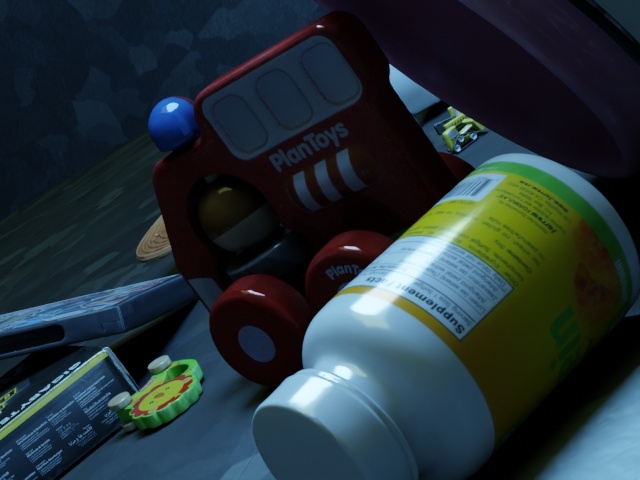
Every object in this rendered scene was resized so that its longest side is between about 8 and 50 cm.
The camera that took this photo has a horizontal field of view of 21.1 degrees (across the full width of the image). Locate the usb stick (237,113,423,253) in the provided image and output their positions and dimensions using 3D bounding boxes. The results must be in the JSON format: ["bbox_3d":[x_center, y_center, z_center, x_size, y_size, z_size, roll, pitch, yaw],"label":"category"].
[{"bbox_3d":[0.002,-0.059,1.981,0.278,0.045,0.077,-33,13,7],"label":"usb stick"}]

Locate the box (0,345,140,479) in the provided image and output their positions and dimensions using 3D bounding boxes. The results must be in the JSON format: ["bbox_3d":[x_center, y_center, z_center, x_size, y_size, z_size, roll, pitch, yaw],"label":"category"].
[{"bbox_3d":[-0.351,0.228,1.719,0.322,0.079,0.257,-38,10,-20],"label":"box"}]

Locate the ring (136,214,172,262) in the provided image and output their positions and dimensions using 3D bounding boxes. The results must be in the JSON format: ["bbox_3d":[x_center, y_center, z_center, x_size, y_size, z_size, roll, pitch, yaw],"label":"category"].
[{"bbox_3d":[-0.087,-0.080,2.081,0.337,0.032,0.336,-37,13,10],"label":"ring"}]

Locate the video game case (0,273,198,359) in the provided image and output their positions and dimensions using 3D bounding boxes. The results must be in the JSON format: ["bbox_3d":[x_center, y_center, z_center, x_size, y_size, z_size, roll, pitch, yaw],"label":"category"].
[{"bbox_3d":[-0.287,0.090,1.872,0.248,0.035,0.275,-13,3,13],"label":"video game case"}]

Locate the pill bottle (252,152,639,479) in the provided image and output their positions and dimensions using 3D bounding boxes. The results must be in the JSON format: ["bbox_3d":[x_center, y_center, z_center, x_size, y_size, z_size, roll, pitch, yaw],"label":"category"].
[{"bbox_3d":[0.076,0.065,1.061,0.246,0.136,0.136,-41,14,-30],"label":"pill bottle"}]

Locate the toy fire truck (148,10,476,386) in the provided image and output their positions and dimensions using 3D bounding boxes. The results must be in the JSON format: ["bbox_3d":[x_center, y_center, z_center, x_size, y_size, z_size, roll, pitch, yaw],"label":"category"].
[{"bbox_3d":[-0.019,-0.036,1.433,0.302,0.254,0.169,-23,16,42],"label":"toy fire truck"}]

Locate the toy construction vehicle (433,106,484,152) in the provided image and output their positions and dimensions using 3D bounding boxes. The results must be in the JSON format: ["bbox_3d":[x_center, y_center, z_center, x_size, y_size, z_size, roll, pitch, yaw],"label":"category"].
[{"bbox_3d":[0.164,-0.136,1.877,0.098,0.035,0.086,-36,12,-10],"label":"toy construction vehicle"}]

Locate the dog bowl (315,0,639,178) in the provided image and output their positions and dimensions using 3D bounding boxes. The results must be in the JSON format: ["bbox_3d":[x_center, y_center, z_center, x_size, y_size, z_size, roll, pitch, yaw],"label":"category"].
[{"bbox_3d":[0.130,-0.199,1.268,0.150,0.408,0.408,-56,14,-5],"label":"dog bowl"}]

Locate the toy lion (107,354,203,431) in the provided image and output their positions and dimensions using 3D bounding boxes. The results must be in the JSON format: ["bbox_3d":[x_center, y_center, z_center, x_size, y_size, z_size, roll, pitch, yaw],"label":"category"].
[{"bbox_3d":[-0.145,0.144,1.616,0.096,0.034,0.100,-12,23,44],"label":"toy lion"}]

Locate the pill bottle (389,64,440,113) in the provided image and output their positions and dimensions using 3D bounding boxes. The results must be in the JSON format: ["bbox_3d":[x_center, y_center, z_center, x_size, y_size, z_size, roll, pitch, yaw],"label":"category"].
[{"bbox_3d":[0.197,-0.282,2.057,0.283,0.161,0.161,-30,12,17],"label":"pill bottle"}]
